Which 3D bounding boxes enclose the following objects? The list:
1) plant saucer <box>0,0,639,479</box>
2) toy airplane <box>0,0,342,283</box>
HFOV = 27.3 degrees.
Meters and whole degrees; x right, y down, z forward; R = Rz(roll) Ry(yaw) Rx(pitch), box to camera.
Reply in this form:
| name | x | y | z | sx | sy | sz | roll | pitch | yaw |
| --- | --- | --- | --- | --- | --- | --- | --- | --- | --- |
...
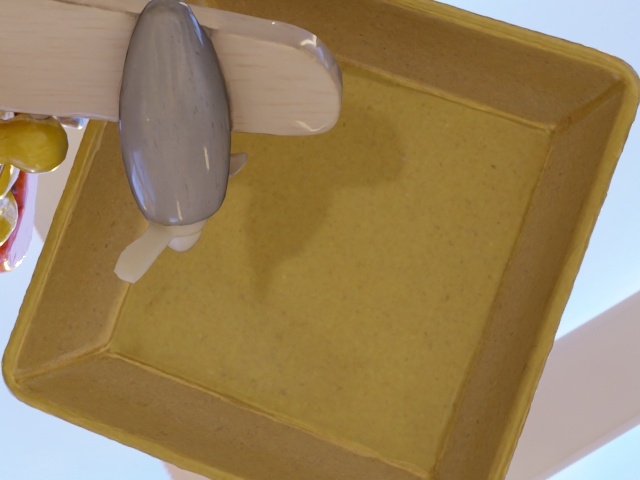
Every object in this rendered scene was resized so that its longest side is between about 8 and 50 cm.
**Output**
| name | x | y | z | sx | sy | sz | roll | pitch | yaw |
| --- | --- | --- | --- | --- | --- | --- | --- | --- | --- |
| plant saucer | 0.000 | 0.000 | 0.864 | 0.332 | 0.081 | 0.333 | 20 | -91 | 14 |
| toy airplane | -0.238 | -0.097 | 0.765 | 0.386 | 0.384 | 0.272 | -19 | -128 | 38 |
